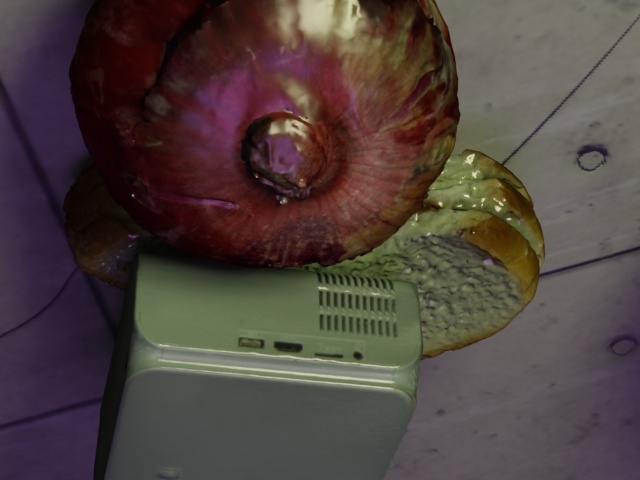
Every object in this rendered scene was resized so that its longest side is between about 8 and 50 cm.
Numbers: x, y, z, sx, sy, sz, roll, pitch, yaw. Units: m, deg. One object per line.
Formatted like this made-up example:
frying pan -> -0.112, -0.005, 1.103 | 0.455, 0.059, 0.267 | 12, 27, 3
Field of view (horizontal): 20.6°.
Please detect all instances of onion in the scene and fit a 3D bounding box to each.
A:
onion -> -0.031, -0.093, 1.104 | 0.246, 0.190, 0.246 | -3, 115, -7

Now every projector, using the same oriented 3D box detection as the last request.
projector -> -0.050, 0.118, 1.248 | 0.198, 0.108, 0.250 | 6, 140, -10

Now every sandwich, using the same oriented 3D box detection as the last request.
sandwich -> 0.000, -0.004, 1.259 | 0.254, 0.100, 0.288 | -29, 135, 30
